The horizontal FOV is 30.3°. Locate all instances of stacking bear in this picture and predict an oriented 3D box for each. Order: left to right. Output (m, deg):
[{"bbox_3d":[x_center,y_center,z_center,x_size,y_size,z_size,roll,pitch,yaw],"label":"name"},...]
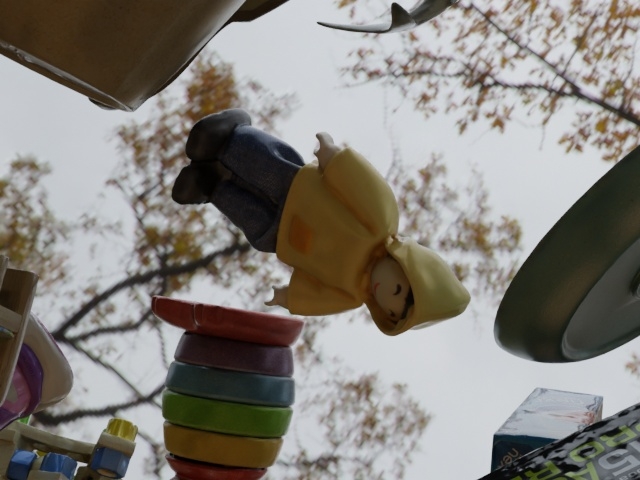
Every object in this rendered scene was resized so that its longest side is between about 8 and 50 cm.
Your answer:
[{"bbox_3d":[-0.117,0.221,1.356,0.175,0.164,0.288,3,-97,56],"label":"stacking bear"}]

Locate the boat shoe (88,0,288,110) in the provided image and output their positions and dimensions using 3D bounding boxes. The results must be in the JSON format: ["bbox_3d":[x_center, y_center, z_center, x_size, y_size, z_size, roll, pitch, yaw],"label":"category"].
[{"bbox_3d":[-0.128,-0.211,0.966,0.104,0.110,0.307,27,-39,-35],"label":"boat shoe"}]

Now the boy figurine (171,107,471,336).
[{"bbox_3d":[0.000,0.000,1.049,0.285,0.092,0.177,37,-60,23],"label":"boy figurine"}]

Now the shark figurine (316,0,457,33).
[{"bbox_3d":[0.120,-0.295,1.124,0.116,0.166,0.278,31,-85,38],"label":"shark figurine"}]

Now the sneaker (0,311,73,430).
[{"bbox_3d":[-0.289,0.121,0.870,0.236,0.104,0.095,-22,-76,43],"label":"sneaker"}]

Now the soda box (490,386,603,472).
[{"bbox_3d":[0.198,0.182,1.018,0.067,0.210,0.071,5,-85,19],"label":"soda box"}]

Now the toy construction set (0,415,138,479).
[{"bbox_3d":[-0.260,0.282,1.210,0.215,0.151,0.327,6,-45,13],"label":"toy construction set"}]

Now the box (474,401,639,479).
[{"bbox_3d":[0.100,0.184,0.412,0.270,0.060,0.216,-24,-77,-5],"label":"box"}]

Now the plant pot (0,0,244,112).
[{"bbox_3d":[-0.109,-0.226,0.713,0.257,0.256,0.274,24,-93,14],"label":"plant pot"}]

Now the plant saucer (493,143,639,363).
[{"bbox_3d":[0.277,-0.001,0.938,0.043,0.318,0.317,52,-45,26],"label":"plant saucer"}]

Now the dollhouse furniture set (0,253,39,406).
[{"bbox_3d":[-0.312,0.052,0.617,0.242,0.160,0.212,8,-15,16],"label":"dollhouse furniture set"}]
